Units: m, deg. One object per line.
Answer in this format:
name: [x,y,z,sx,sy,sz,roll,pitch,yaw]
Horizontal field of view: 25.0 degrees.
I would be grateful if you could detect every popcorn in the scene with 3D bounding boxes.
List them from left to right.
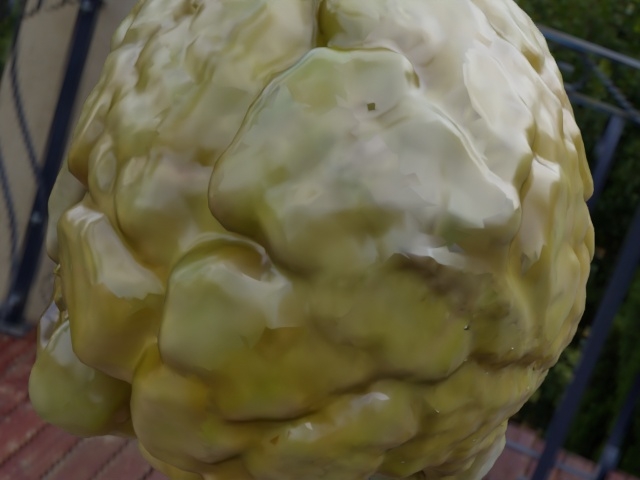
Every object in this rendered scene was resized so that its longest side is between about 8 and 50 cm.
popcorn: [0.012,-0.016,0.902,0.344,0.390,0.354,28,-8,-15]
